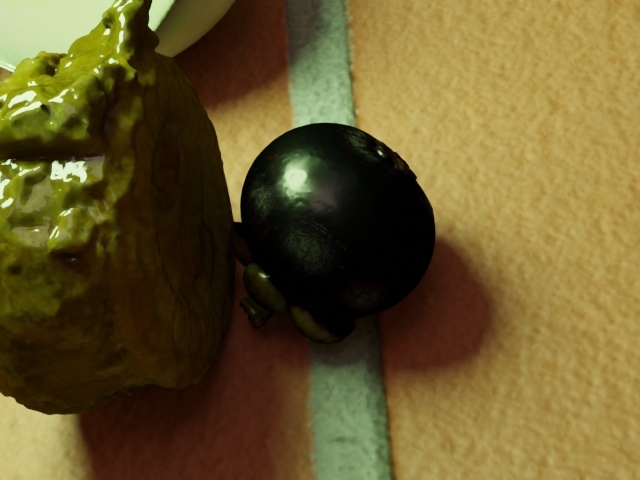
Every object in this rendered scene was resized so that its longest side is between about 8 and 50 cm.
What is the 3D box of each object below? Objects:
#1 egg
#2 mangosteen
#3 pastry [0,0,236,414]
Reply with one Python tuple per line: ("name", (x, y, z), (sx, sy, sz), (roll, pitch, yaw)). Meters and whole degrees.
("egg", (-0.148, -0.227, 1.243), (0.271, 0.162, 0.206), (-34, 79, 28))
("mangosteen", (0.000, 0.000, 1.050), (0.151, 0.137, 0.137), (-51, 49, 17))
("pastry", (-0.147, -0.012, 1.017), (0.132, 0.235, 0.240), (-8, 39, 14))
